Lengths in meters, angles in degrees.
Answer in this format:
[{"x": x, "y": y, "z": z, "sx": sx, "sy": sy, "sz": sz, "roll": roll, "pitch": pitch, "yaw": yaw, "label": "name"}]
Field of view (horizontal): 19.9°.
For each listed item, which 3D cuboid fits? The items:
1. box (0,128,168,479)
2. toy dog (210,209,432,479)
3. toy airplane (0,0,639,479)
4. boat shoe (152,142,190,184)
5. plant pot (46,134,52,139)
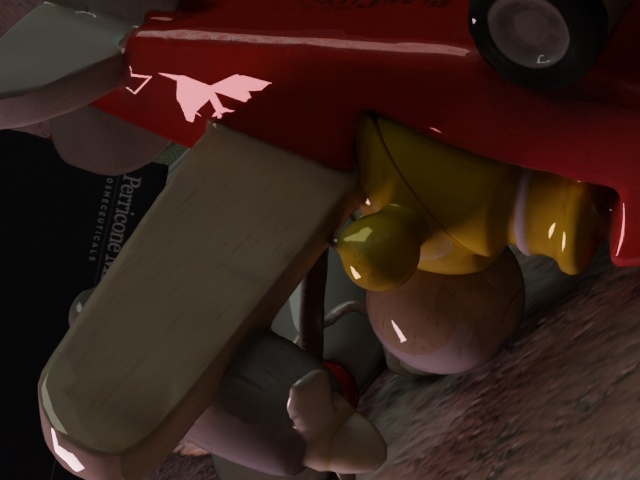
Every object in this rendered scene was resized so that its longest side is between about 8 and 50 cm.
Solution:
[{"x": -0.287, "y": 0.095, "z": 1.150, "sx": 0.179, "sy": 0.312, "sz": 0.343, "roll": 116, "pitch": 166, "yaw": -56, "label": "box"}, {"x": -0.022, "y": 0.033, "z": 1.168, "sx": 0.220, "sy": 0.161, "sz": 0.333, "roll": -45, "pitch": 6, "yaw": 1, "label": "toy dog"}, {"x": 0.016, "y": -0.044, "z": 0.935, "sx": 0.386, "sy": 0.272, "sz": 0.384, "roll": -24, "pitch": 31, "yaw": -7, "label": "toy airplane"}, {"x": -0.072, "y": -0.063, "z": 1.337, "sx": 0.320, "sy": 0.118, "sz": 0.103, "roll": -37, "pitch": 49, "yaw": 25, "label": "boat shoe"}, {"x": -0.095, "y": -0.010, "z": 1.561, "sx": 0.267, "sy": 0.267, "sz": 0.236, "roll": -43, "pitch": 19, "yaw": 14, "label": "plant pot"}]
